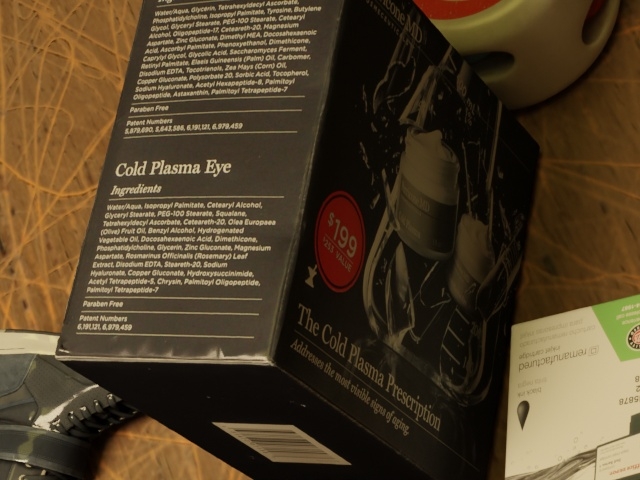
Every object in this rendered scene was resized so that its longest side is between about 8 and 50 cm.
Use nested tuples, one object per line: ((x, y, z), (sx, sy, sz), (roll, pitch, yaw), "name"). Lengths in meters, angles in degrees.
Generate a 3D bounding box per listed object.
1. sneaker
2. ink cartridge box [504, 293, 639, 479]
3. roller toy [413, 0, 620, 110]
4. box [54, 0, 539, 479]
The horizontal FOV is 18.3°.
((-0.184, 0.158, 1.643), (0.226, 0.086, 0.163), (-2, 68, 25), "sneaker")
((0.216, 0.160, 1.403), (0.160, 0.092, 0.219), (-18, 57, 41), "ink cartridge box")
((0.138, -0.217, 1.613), (0.209, 0.146, 0.191), (-39, 56, 6), "roller toy")
((0.000, 0.000, 1.463), (0.179, 0.343, 0.313), (-1, 67, 29), "box")
